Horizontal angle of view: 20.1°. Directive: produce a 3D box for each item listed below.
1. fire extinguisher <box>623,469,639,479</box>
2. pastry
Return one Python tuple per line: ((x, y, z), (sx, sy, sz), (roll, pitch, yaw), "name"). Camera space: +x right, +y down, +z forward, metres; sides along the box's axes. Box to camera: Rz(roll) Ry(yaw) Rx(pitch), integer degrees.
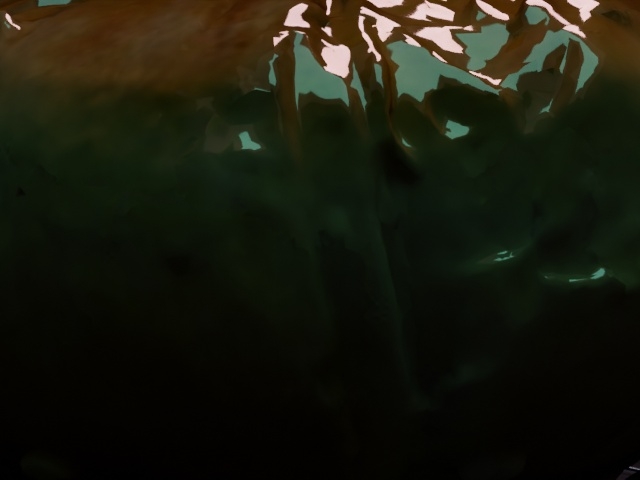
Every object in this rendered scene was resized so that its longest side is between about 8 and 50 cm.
((0.184, 0.118, 0.847), (0.099, 0.071, 0.231), (-13, 4, 32), "fire extinguisher")
((0.000, 0.005, 0.781), (0.409, 0.245, 0.409), (-1, 11, 0), "pastry")
